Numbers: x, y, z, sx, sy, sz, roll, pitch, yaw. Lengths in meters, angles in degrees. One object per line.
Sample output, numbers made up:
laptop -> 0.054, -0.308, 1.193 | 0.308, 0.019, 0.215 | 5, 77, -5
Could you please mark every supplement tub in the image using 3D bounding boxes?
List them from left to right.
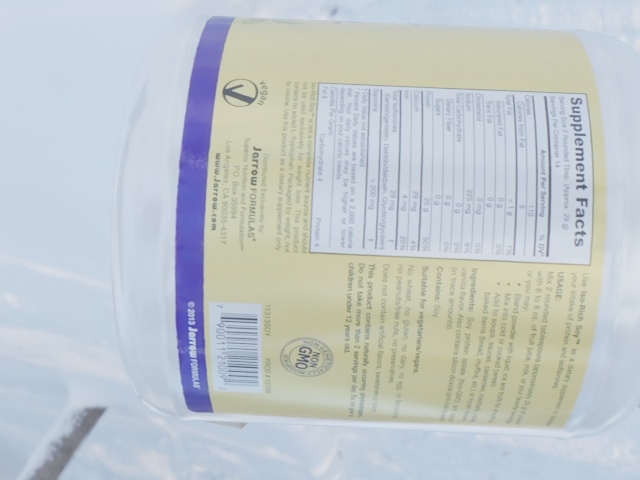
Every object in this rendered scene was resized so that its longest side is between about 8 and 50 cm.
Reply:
supplement tub -> 0.064, -0.007, 0.524 | 0.331, 0.241, 0.241 | 2, 144, 0

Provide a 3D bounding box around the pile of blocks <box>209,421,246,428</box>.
pile of blocks -> 0.000, 0.000, 0.794 | 0.112, 0.362, 0.149 | 6, 159, 27
